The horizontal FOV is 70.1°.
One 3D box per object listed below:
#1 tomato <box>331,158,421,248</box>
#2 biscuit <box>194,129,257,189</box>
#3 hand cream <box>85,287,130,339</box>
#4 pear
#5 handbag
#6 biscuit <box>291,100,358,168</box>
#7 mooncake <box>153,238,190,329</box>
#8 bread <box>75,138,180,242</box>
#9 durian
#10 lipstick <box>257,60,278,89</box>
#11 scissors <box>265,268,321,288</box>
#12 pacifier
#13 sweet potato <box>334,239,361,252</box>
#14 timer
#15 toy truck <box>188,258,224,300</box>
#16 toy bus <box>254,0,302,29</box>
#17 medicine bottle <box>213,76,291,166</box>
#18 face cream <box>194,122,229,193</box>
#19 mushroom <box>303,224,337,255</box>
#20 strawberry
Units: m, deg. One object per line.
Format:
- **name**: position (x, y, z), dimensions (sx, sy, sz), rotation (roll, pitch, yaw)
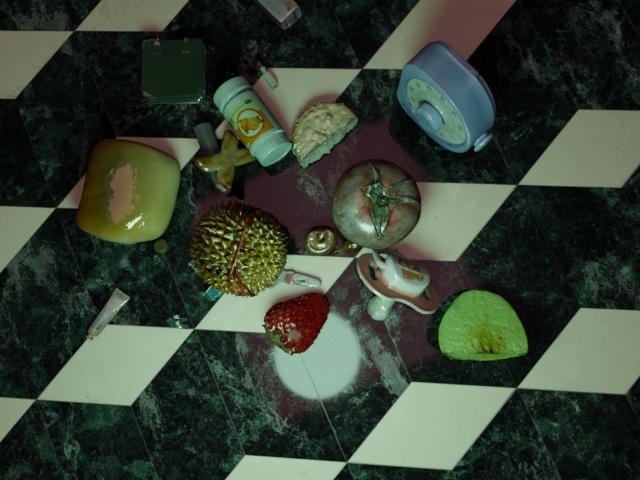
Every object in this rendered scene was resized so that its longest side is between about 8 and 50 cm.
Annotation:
- **tomato**: position (0.193, -0.126, 1.595), dimensions (0.317, 0.282, 0.316), rotation (1, 83, -5)
- **biscuit**: position (-0.349, -0.304, 1.717), dimensions (0.164, 0.047, 0.207), rotation (40, 59, -9)
- **hand cream**: position (-0.820, 0.285, 1.745), dimensions (0.067, 0.043, 0.209), rotation (35, 82, 4)
- **pear**: position (0.554, 0.298, 1.611), dimensions (0.288, 0.139, 0.239), rotation (-2, 69, 8)
- **handbag**: position (-0.578, -0.676, 1.805), dimensions (0.248, 0.079, 0.259), rotation (-2, 83, 3)
- **biscuit**: position (-0.011, -0.422, 1.739), dimensions (0.281, 0.084, 0.179), rotation (-44, 84, -1)
- **mooncake**: position (-0.565, 0.166, 1.730), dimensions (0.151, 0.057, 0.346), rotation (-1, 87, 16)
- **bread**: position (-0.711, -0.176, 1.678), dimensions (0.348, 0.253, 0.375), rotation (15, 87, 1)
- **durian**: position (-0.280, 0.028, 1.602), dimensions (0.385, 0.348, 0.347), rotation (11, 83, 47)
- **lipstick**: position (-0.214, -0.659, 1.803), dimensions (0.030, 0.030, 0.129), rotation (-33, 84, 0)
- **scissors**: position (-0.115, 0.139, 1.716), dimensions (0.242, 0.030, 0.118), rotation (10, 85, 9)
- **pacifier**: position (0.260, 0.161, 1.596), dimensions (0.332, 0.220, 0.272), rotation (21, 86, -18)
- **sweet potato**: position (0.106, 0.023, 1.706), dimensions (0.117, 0.049, 0.049), rotation (-23, 83, 7)
- **timer**: position (0.430, -0.456, 1.572), dimensions (0.173, 0.395, 0.395), rotation (-42, 83, -2)
- **toy truck**: position (-0.436, 0.150, 1.717), dimensions (0.175, 0.067, 0.081), rotation (43, 89, 7)
- **toy bus**: position (-0.200, -0.970, 1.806), dimensions (0.112, 0.090, 0.274), rotation (-44, 82, 5)
- **medicine bottle**: position (-0.252, -0.443, 1.720), dimensions (0.158, 0.158, 0.318), rotation (-37, 83, 0)
- **face cream**: position (-0.409, -0.314, 1.759), dimensions (0.073, 0.073, 0.283), rotation (-21, 83, 1)
- **mushroom**: position (0.000, -0.003, 1.698), dimensions (0.126, 0.085, 0.109), rotation (2, 119, 2)
- **strawberry**: position (-0.075, 0.284, 1.642), dimensions (0.244, 0.205, 0.205), rotation (-40, 83, -23)
